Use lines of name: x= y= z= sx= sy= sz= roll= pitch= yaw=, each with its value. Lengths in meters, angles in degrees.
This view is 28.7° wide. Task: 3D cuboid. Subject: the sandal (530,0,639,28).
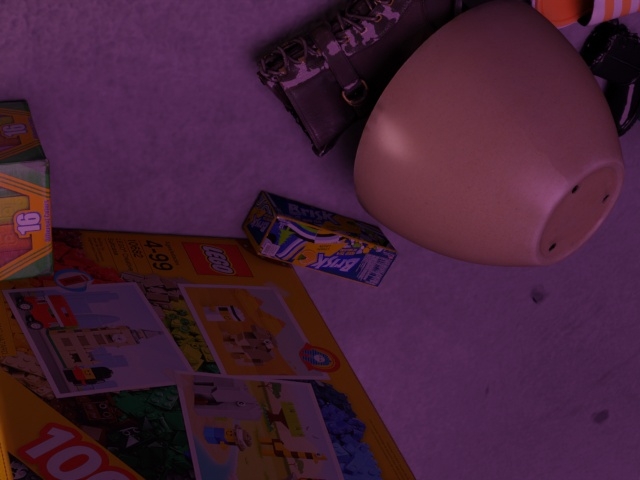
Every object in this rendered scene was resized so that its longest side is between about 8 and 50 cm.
sandal: x=0.354 y=-0.304 z=1.359 sx=0.265 sy=0.076 sz=0.102 roll=-26 pitch=129 yaw=-6

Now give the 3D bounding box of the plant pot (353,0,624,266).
plant pot: x=0.204 y=-0.081 z=1.313 sx=0.284 sy=0.191 sz=0.284 roll=-32 pitch=147 yaw=-24

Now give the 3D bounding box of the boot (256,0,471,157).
boot: x=0.037 y=-0.221 z=1.268 sx=0.229 sy=0.091 sz=0.263 roll=-30 pitch=131 yaw=-3

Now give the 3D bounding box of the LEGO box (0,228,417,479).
LEGO box: x=-0.151 y=0.202 z=1.211 sx=0.373 sy=0.500 sz=0.193 roll=3 pitch=121 yaw=-26

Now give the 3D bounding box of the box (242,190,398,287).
box: x=0.000 y=0.000 z=1.422 sx=0.169 sy=0.059 sz=0.054 roll=17 pitch=113 yaw=-32

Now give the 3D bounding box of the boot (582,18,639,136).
boot: x=0.340 y=-0.189 z=1.453 sx=0.099 sy=0.045 sz=0.121 roll=20 pitch=105 yaw=-36

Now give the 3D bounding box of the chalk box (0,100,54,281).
chalk box: x=-0.371 y=-0.040 z=1.185 sx=0.213 sy=0.132 sz=0.132 roll=-9 pitch=125 yaw=-19

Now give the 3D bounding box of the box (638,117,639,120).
box: x=0.459 y=-0.122 z=1.422 sx=0.060 sy=0.244 sz=0.100 roll=21 pitch=112 yaw=-34
